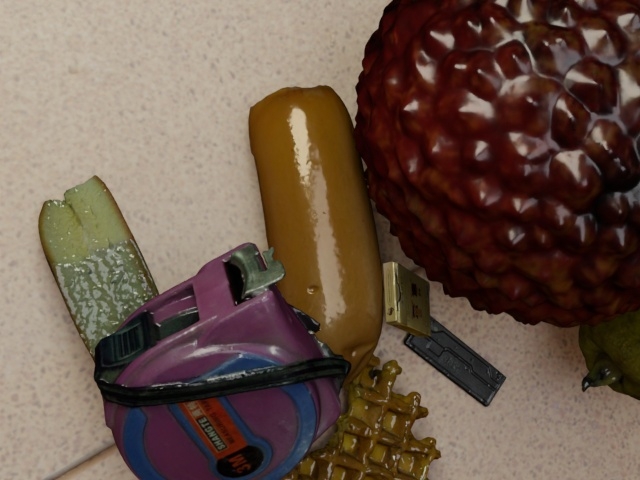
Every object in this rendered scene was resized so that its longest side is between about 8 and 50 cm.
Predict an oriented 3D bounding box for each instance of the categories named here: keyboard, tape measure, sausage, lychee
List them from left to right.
[{"bbox_3d":[-0.099,0.144,0.915,0.245,0.149,0.231,-27,127,1],"label":"tape measure"},{"bbox_3d":[0.003,-0.001,1.031,0.134,0.116,0.353,-8,84,-38],"label":"sausage"},{"bbox_3d":[0.178,0.158,1.168,0.155,0.010,0.053,39,78,-16],"label":"keyboard"},{"bbox_3d":[0.240,-0.150,0.984,0.425,0.424,0.499,-4,74,-20],"label":"lychee"}]

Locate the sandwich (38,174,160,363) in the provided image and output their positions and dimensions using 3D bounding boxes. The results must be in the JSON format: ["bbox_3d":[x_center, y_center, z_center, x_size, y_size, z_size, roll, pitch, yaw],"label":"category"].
[{"bbox_3d":[-0.230,0.059,0.977,0.094,0.096,0.258,-24,95,-14],"label":"sandwich"}]

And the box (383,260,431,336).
[{"bbox_3d":[0.106,0.074,1.078,0.020,0.149,0.073,-6,75,21],"label":"box"}]

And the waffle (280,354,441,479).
[{"bbox_3d":[0.017,0.289,1.080,0.293,0.069,0.259,-31,102,-21],"label":"waffle"}]

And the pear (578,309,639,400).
[{"bbox_3d":[0.484,0.090,1.141,0.375,0.287,0.287,-30,100,-10],"label":"pear"}]
